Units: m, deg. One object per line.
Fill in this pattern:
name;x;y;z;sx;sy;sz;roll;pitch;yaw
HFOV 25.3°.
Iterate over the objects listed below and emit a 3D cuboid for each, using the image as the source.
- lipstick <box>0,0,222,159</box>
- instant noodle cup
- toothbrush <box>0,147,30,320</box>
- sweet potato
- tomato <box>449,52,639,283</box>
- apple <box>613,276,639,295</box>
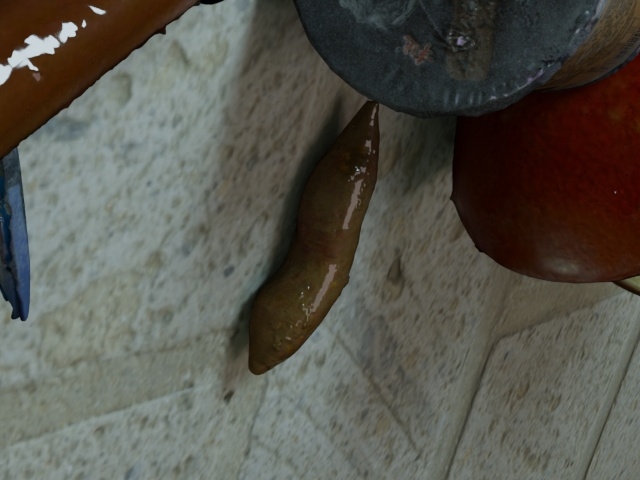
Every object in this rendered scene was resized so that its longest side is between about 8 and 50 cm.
lipstick;-0.098;-0.128;0.702;0.418;0.077;0.077;-46;148;-40
instant noodle cup;0.118;-0.185;0.916;0.207;0.217;0.217;-6;119;-62
toothbrush;-0.169;-0.120;0.690;0.042;0.035;0.413;-37;142;-40
sweet potato;0.002;0.001;1.031;0.065;0.051;0.218;10;106;-56
tomato;0.219;-0.127;1.083;0.309;0.309;0.170;-47;134;-23
apple;0.344;-0.084;1.332;0.293;0.251;0.163;-64;171;0
